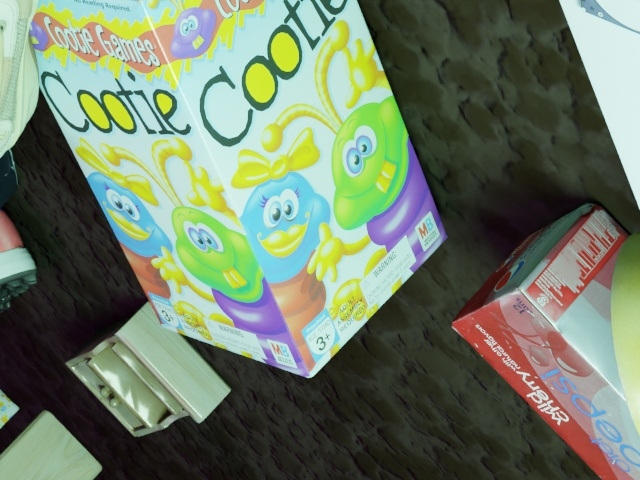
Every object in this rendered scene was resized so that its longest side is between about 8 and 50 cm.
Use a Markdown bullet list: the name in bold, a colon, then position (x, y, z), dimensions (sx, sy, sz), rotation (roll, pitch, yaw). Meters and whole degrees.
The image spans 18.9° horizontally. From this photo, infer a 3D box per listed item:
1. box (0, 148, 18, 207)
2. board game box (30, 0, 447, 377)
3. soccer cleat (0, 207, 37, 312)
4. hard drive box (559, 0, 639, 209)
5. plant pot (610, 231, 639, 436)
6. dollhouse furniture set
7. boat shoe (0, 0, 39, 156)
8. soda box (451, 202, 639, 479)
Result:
- **box**: position (-0.466, -0.158, 1.544), dimensions (0.395, 0.212, 0.293), rotation (34, 153, 16)
- **board game box**: position (-0.055, -0.077, 1.147), dimensions (0.142, 0.144, 0.275), rotation (16, 141, 43)
- **soccer cleat**: position (-0.346, 0.021, 1.793), dimensions (0.116, 0.109, 0.318), rotation (67, 156, 2)
- **hard drive box**: position (0.203, -0.097, 0.827), dimensions (0.181, 0.089, 0.232), rotation (15, 142, 46)
- **plant pot**: position (0.222, 0.053, 1.001), dimensions (0.095, 0.134, 0.134), rotation (-12, 124, 31)
- **dollhouse furniture set**: position (-0.218, 0.183, 1.667), dimensions (0.212, 0.242, 0.161), rotation (47, 154, -9)
- **boat shoe**: position (-0.210, -0.114, 1.018), dimensions (0.109, 0.098, 0.302), rotation (18, 150, 5)
- **soda box**: position (0.207, 0.104, 1.129), dimensions (0.263, 0.083, 0.092), rotation (46, 153, -4)
